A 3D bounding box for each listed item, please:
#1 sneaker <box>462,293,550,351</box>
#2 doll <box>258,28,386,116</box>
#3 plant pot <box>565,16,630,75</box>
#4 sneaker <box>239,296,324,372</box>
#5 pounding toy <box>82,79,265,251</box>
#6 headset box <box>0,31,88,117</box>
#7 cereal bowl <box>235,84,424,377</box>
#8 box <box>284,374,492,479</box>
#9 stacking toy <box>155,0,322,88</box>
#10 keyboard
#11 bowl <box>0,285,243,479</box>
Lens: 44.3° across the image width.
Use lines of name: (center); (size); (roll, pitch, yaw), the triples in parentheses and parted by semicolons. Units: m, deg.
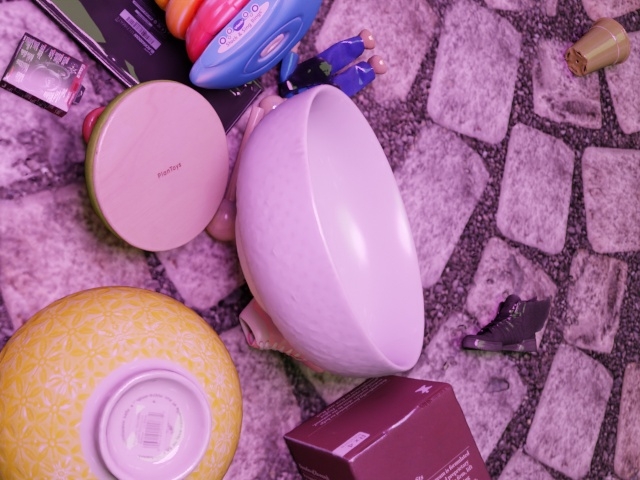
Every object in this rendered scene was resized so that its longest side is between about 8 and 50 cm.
sneaker: (0.277, 0.121, 1.169); (0.170, 0.051, 0.089); (7, 83, -34)
doll: (-0.005, -0.210, 1.033); (0.189, 0.046, 0.129); (-36, 113, -20)
plant pot: (0.446, -0.309, 1.286); (0.079, 0.083, 0.083); (-31, 102, -14)
sneaker: (-0.050, 0.127, 0.981); (0.070, 0.051, 0.134); (-42, 102, -26)
pounding toy: (-0.187, -0.087, 0.893); (0.237, 0.110, 0.183); (1, 99, -52)
headset box: (-0.302, -0.181, 0.871); (0.083, 0.032, 0.062); (26, 75, -26)
cereal bowl: (0.000, 0.000, 0.918); (0.339, 0.141, 0.339); (-15, 90, -69)
box: (0.094, 0.299, 0.981); (0.168, 0.167, 0.203); (-28, 100, -28)
stacking toy: (-0.151, -0.327, 0.876); (0.175, 0.166, 0.302); (-42, 89, 13)
keyboard: (-0.195, -0.275, 0.942); (0.317, 0.033, 0.201); (44, 68, -21)
bowl: (-0.197, 0.190, 0.833); (0.289, 0.156, 0.289); (2, 86, -29)
